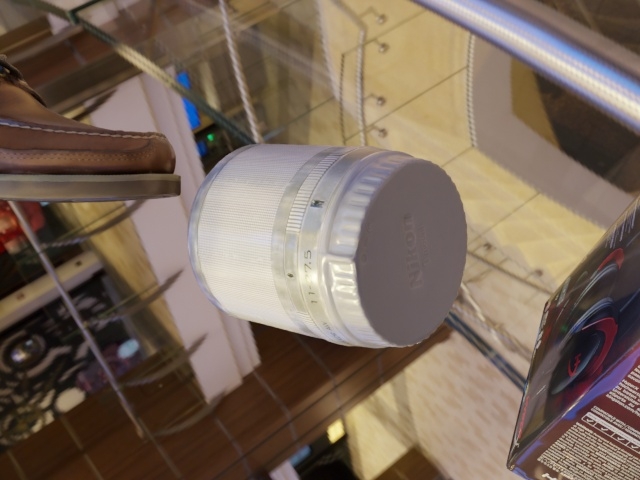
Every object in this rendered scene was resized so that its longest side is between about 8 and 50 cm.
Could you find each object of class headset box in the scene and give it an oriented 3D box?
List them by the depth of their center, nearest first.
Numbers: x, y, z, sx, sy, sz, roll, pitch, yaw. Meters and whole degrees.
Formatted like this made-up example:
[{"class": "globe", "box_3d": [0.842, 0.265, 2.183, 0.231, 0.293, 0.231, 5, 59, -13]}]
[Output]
[{"class": "headset box", "box_3d": [0.277, 0.050, 0.591, 0.110, 0.218, 0.293, 29, 133, 3]}]

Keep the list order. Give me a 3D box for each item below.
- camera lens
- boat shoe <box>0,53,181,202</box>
[{"class": "camera lens", "box_3d": [0.000, 0.000, 0.891, 0.274, 0.219, 0.219, 8, 130, 42]}, {"class": "boat shoe", "box_3d": [-0.241, -0.081, 0.513, 0.111, 0.307, 0.104, 4, -89, -83]}]
